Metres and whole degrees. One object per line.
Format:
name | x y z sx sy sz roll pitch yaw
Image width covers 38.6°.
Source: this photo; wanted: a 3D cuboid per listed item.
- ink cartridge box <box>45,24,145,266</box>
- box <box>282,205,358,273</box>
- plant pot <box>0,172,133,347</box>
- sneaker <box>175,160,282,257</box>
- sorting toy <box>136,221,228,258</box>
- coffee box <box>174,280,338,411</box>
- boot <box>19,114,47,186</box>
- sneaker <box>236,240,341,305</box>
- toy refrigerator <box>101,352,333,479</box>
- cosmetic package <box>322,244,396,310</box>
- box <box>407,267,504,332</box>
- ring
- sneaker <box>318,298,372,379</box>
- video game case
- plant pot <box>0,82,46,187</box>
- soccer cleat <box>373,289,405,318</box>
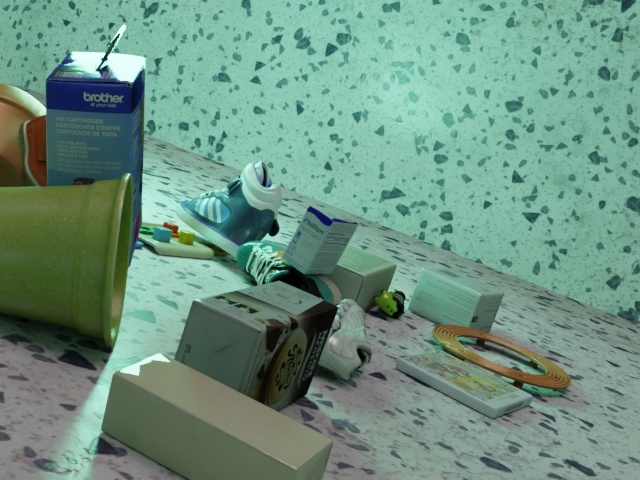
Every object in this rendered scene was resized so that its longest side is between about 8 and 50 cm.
ink cartridge box | -0.398 -0.182 1.641 0.151 0.395 0.270 1 21 -7
box | 0.000 0.000 2.018 0.072 0.137 0.126 35 14 25
plant pot | -0.434 0.018 1.419 0.254 0.276 0.276 6 12 -7
sneaker | -0.216 -0.102 2.302 0.130 0.236 0.323 33 -1 -40
sorting toy | -0.373 -0.015 2.213 0.196 0.047 0.348 27 13 40
coffee box | -0.098 0.169 1.382 0.119 0.168 0.297 22 11 19
boot | -0.515 -0.166 1.725 0.085 0.157 0.059 -21 -13 24
sneaker | -0.096 0.076 2.055 0.302 0.108 0.121 27 9 35
toy refrigerator | -0.132 0.246 1.136 0.270 0.094 0.102 22 17 21
cosmetic package | 0.065 0.093 2.242 0.160 0.113 0.309 22 11 17
box | 0.356 0.158 2.394 0.182 0.119 0.181 25 12 28
ring | 0.417 0.276 2.130 0.337 0.032 0.336 18 11 -4
sneaker | 0.045 0.193 1.746 0.118 0.110 0.292 33 16 8
video game case | 0.294 0.287 1.858 0.227 0.026 0.206 24 11 31
plant pot | -0.665 -0.143 1.798 0.291 0.290 0.203 16 26 -16
soccer cleat | 0.182 0.162 2.272 0.072 0.060 0.179 51 13 15
